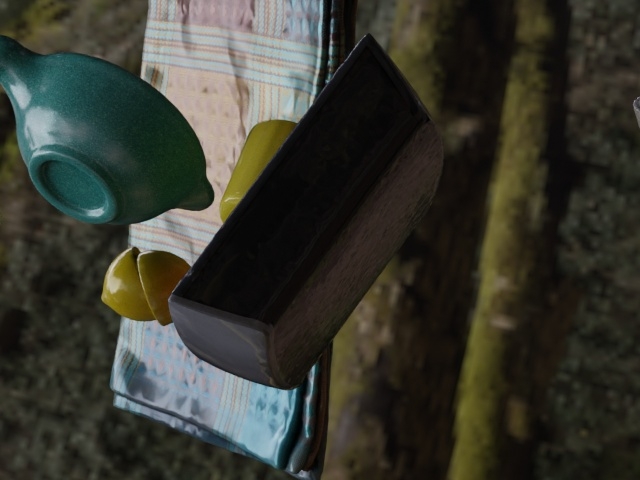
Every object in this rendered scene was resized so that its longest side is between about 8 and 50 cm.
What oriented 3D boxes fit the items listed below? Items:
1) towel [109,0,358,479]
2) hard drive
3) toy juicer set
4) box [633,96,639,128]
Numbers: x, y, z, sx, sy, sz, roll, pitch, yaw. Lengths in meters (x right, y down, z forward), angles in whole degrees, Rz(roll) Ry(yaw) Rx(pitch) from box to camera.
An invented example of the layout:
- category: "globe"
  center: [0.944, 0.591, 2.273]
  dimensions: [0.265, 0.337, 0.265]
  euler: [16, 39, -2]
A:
- category: "towel"
  center: [-0.072, -0.027, 1.413]
  dimensions: [0.040, 0.271, 0.370]
  euler: [-1, -81, -36]
- category: "hard drive"
  center: [0.000, 0.000, 0.969]
  dimensions: [0.172, 0.054, 0.255]
  euler: [-53, -9, -7]
- category: "toy juicer set"
  center: [-0.139, -0.042, 1.228]
  dimensions: [0.209, 0.329, 0.089]
  euler: [92, -157, -53]
- category: "box"
  center: [0.331, -0.031, 1.307]
  dimensions: [0.148, 0.127, 0.232]
  euler: [-34, -41, -5]
